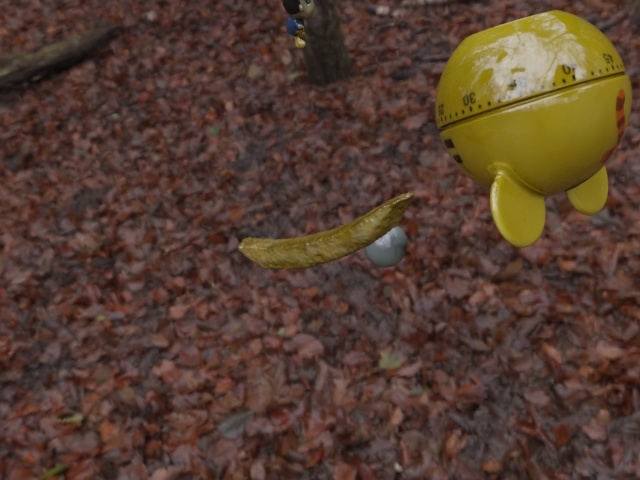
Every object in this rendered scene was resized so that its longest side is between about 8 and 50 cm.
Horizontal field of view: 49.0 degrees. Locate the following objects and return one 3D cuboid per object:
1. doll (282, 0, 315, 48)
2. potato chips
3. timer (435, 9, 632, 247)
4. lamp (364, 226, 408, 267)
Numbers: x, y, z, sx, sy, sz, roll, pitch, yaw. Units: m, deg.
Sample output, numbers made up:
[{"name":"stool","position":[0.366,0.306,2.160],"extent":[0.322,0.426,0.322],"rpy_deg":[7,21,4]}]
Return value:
[{"name":"doll","position":[-0.057,-0.626,1.941],"extent":[0.088,0.179,0.102],"rpy_deg":[-7,53,3]},{"name":"potato chips","position":[0.000,0.000,1.218],"extent":[0.407,0.080,0.057],"rpy_deg":[-15,6,43]},{"name":"timer","position":[0.385,-0.201,1.271],"extent":[0.376,0.387,0.376],"rpy_deg":[-16,6,2]},{"name":"lamp","position":[0.152,0.011,1.634],"extent":[0.105,0.105,0.105],"rpy_deg":[-11,32,7]}]
